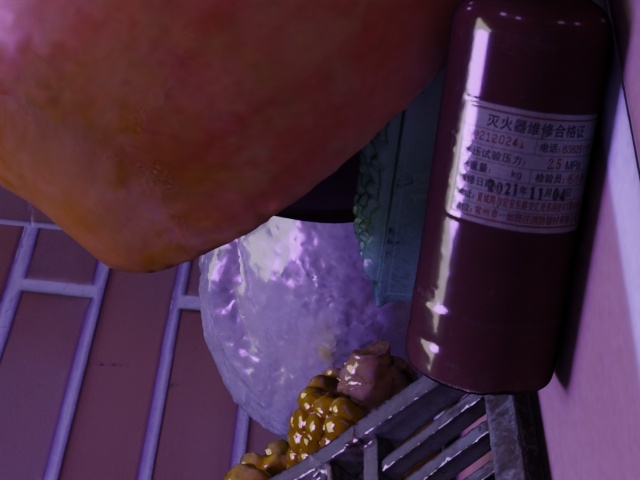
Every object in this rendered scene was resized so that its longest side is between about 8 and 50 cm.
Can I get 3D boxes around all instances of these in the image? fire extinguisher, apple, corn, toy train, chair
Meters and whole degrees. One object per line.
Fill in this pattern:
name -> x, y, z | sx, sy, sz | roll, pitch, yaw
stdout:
fire extinguisher -> 0.072, -0.049, 0.524 | 0.071, 0.099, 0.231 | -102, 16, -72
apple -> -0.068, -0.159, 0.610 | 0.309, 0.314, 0.252 | -54, -7, -20
corn -> 0.030, 0.222, 0.889 | 0.119, 0.119, 0.321 | -87, -2, -66
toy train -> 0.069, -0.038, 0.621 | 0.070, 0.099, 0.172 | -91, 6, -56
chair -> 0.043, 0.195, 0.666 | 0.270, 0.147, 0.136 | -36, 28, 22

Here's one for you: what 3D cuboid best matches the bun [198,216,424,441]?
bun -> 0.000, 0.000, 1.058 | 0.362, 0.211, 0.361 | -173, 90, -88

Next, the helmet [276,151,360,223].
helmet -> 0.003, -0.111, 0.821 | 0.305, 0.177, 0.225 | -3, 55, 61

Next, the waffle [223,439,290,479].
waffle -> -0.032, 0.318, 0.991 | 0.329, 0.062, 0.329 | -4, -90, -65
